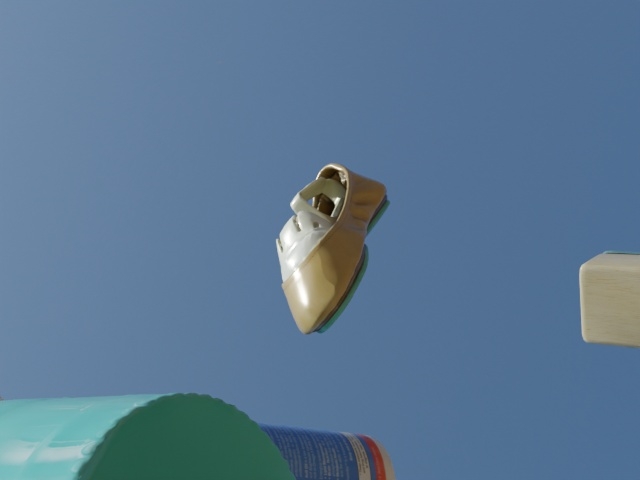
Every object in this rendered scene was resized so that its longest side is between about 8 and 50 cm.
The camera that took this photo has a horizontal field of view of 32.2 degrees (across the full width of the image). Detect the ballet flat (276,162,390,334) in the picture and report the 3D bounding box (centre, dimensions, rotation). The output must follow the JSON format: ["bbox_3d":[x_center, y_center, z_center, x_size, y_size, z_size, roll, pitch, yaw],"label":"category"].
[{"bbox_3d":[0.000,0.000,0.883,0.073,0.232,0.080,38,-67,-5],"label":"ballet flat"}]

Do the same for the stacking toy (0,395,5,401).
[{"bbox_3d":[-0.486,0.311,0.934,0.351,0.480,0.350,8,-76,33],"label":"stacking toy"}]

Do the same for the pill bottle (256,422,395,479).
[{"bbox_3d":[-0.049,0.240,1.079,0.221,0.124,0.124,12,-82,-26],"label":"pill bottle"}]

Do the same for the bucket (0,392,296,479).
[{"bbox_3d":[-0.133,0.218,0.635,0.183,0.281,0.281,-13,-78,30],"label":"bucket"}]

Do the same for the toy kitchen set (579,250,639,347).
[{"bbox_3d":[0.265,0.100,0.747,0.122,0.166,0.207,4,-76,34],"label":"toy kitchen set"}]
